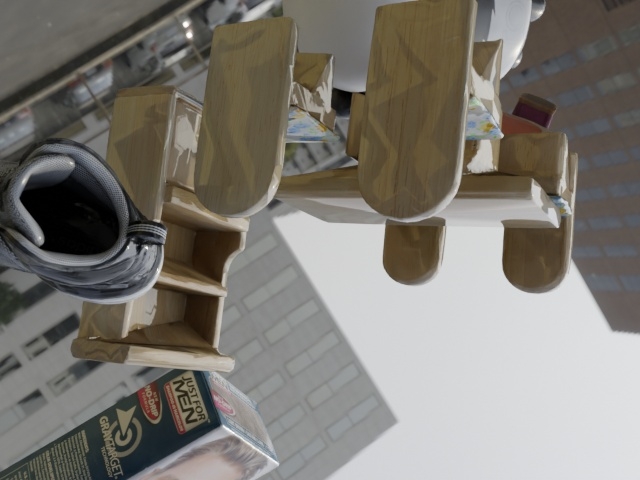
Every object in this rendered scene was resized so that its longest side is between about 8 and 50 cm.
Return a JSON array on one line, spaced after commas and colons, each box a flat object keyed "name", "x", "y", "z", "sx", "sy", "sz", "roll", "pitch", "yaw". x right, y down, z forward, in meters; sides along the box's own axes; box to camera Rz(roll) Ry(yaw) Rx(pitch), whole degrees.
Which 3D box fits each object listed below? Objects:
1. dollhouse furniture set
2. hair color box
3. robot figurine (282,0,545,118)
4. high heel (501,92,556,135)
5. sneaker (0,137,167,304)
[{"name": "dollhouse furniture set", "x": 0.000, "y": 0.000, "z": 0.721, "sx": 0.394, "sy": 0.257, "sz": 0.362, "roll": 2, "pitch": 171, "yaw": 27}, {"name": "hair color box", "x": -0.246, "y": 0.300, "z": 1.014, "sx": 0.347, "sy": 0.174, "sz": 0.105, "roll": -31, "pitch": -126, "yaw": 4}, {"name": "robot figurine", "x": 0.094, "y": -0.233, "z": 0.812, "sx": 0.278, "sy": 0.209, "sz": 0.173, "roll": -7, "pitch": -178, "yaw": -36}, {"name": "high heel", "x": 0.251, "y": -0.094, "z": 1.136, "sx": 0.377, "sy": 0.127, "sz": 0.181, "roll": -27, "pitch": 141, "yaw": -58}, {"name": "sneaker", "x": -0.236, "y": -0.029, "z": 0.568, "sx": 0.153, "sy": 0.268, "sz": 0.101, "roll": 144, "pitch": -41, "yaw": -68}]
